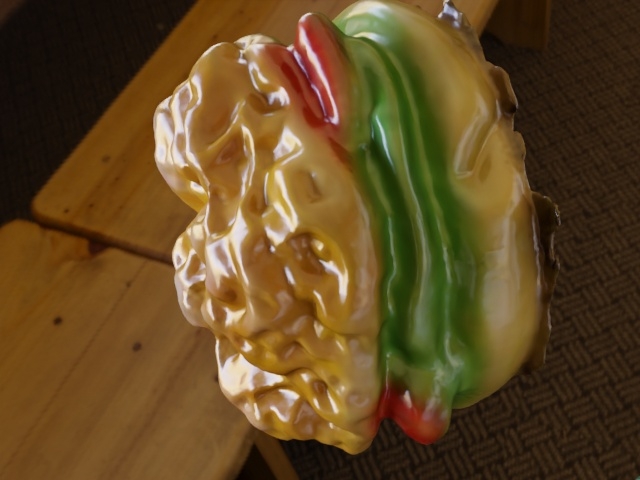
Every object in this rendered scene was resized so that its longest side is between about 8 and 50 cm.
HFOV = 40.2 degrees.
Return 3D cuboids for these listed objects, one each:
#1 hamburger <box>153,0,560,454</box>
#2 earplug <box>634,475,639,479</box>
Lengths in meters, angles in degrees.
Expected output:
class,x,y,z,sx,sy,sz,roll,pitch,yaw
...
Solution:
class,x,y,z,sx,sy,sz,roll,pitch,yaw
hamburger,0.000,0.000,0.438,0.149,0.237,0.237,-17,51,-16
earplug,0.386,0.297,0.801,0.164,0.280,0.257,14,44,11
